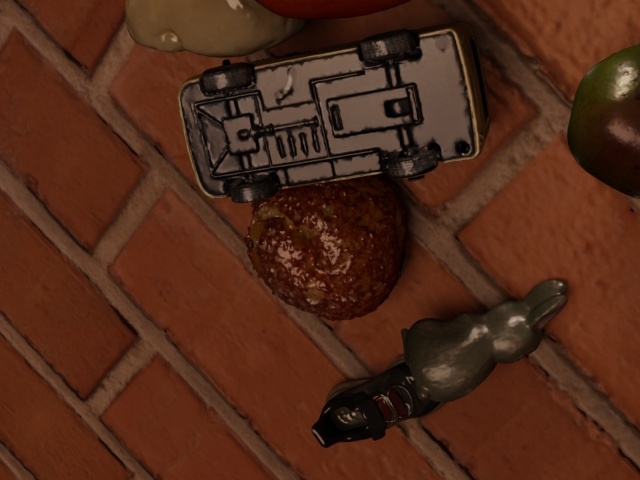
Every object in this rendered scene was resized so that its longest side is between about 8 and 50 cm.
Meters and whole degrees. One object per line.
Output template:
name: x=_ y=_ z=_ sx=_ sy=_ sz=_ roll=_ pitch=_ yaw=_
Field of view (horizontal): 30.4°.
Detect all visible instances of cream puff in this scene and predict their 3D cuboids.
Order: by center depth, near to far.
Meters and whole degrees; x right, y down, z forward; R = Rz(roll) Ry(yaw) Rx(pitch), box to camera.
cream puff: x=0.000 y=-0.001 z=1.619 sx=0.240 sy=0.164 sz=0.240 roll=17 pitch=122 yaw=29

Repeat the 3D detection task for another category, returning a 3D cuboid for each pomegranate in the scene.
pomegranate: x=0.362 y=-0.125 z=1.345 sx=0.180 sy=0.180 sz=0.210 roll=41 pitch=160 yaw=8

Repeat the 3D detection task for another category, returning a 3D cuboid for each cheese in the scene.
cheese: x=-0.132 y=-0.321 z=1.531 sx=0.248 sy=0.173 sz=0.251 roll=44 pitch=129 yaw=12

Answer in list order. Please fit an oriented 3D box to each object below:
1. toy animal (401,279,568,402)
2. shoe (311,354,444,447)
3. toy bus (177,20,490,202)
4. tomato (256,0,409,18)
toy animal: x=0.230 y=0.140 z=1.579 sx=0.236 sy=0.138 sz=0.108 roll=-15 pitch=129 yaw=19
shoe: x=0.083 y=0.245 z=1.713 sx=0.227 sy=0.112 sz=0.099 roll=-25 pitch=97 yaw=39
toy bus: x=0.021 y=-0.161 z=1.466 sx=0.365 sy=0.202 sz=0.177 roll=-7 pitch=104 yaw=18
tomato: x=0.024 y=-0.415 z=1.335 sx=0.341 sy=0.273 sz=0.341 roll=0 pitch=94 yaw=2
